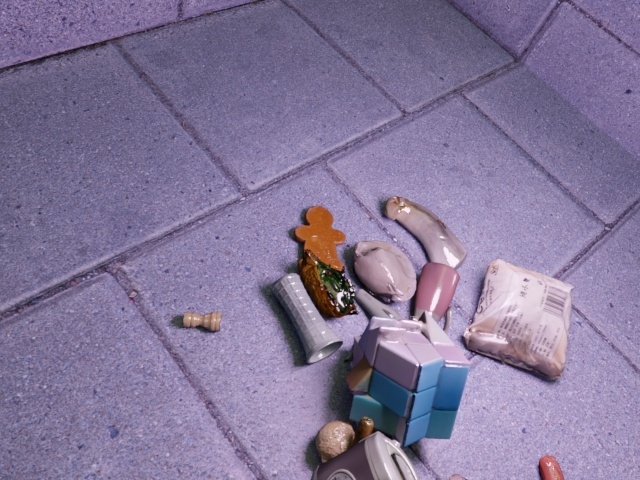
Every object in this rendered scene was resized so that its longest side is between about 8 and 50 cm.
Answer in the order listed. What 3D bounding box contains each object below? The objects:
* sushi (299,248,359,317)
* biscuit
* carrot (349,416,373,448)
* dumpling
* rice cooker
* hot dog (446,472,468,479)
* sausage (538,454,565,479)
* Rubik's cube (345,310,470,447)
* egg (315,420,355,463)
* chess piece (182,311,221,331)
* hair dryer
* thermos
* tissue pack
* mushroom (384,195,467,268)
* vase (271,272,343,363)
[{"bbox_3d":[0.036,0.156,1.940,0.149,0.140,0.287,-15,72,-48],"label":"sushi"},{"bbox_3d":[-0.001,0.001,2.103,0.206,0.049,0.324,3,57,-16],"label":"biscuit"},{"bbox_3d":[0.108,0.632,1.619,0.049,0.254,0.049,15,16,-4],"label":"carrot"},{"bbox_3d":[0.237,0.120,2.051,0.293,0.163,0.204,46,23,18],"label":"dumpling"},{"bbox_3d":[0.140,0.696,1.473,0.277,0.288,0.288,-31,65,8],"label":"rice cooker"},{"bbox_3d":[0.399,0.808,1.678,0.191,0.059,0.108,-22,68,-31],"label":"hot dog"},{"bbox_3d":[0.769,0.786,1.793,0.076,0.076,0.141,3,56,-15],"label":"sausage"},{"bbox_3d":[0.269,0.421,1.708,0.358,0.387,0.368,8,14,-14],"label":"Rubik's cube"},{"bbox_3d":[0.045,0.616,1.663,0.140,0.116,0.118,-30,105,-36],"label":"egg"},{"bbox_3d":[-0.394,0.268,1.802,0.122,0.066,0.066,4,56,-8],"label":"chess piece"},{"bbox_3d":[0.154,0.289,1.951,0.267,0.092,0.229,-20,57,-16],"label":"hair dryer"},{"bbox_3d":[0.427,0.236,2.029,0.176,0.146,0.265,32,63,-17],"label":"thermos"},{"bbox_3d":[0.762,0.288,2.038,0.390,0.195,0.375,22,70,2],"label":"tissue pack"},{"bbox_3d":[0.426,-0.038,2.214,0.177,0.126,0.397,-31,74,-22],"label":"mushroom"},{"bbox_3d":[-0.057,0.260,1.867,0.143,0.143,0.298,-19,61,-26],"label":"vase"}]
